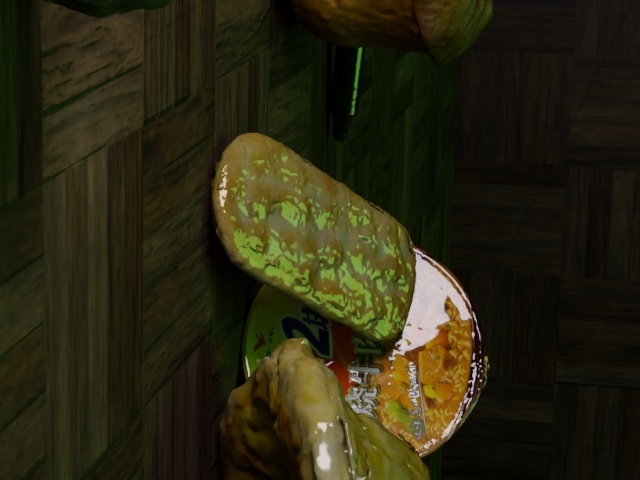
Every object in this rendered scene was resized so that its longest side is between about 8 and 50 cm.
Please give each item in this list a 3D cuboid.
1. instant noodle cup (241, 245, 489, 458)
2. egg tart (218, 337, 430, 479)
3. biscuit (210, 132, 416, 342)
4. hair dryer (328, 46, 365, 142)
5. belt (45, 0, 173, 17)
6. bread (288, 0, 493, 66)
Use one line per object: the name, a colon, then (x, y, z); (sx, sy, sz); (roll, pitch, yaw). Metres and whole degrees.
instant noodle cup: (0.038, 0.117, 1.611); (0.174, 0.213, 0.213); (86, 10, -75)
egg tart: (0.012, 0.248, 1.381); (0.341, 0.132, 0.341); (177, -90, -74)
biscuit: (0.000, 0.000, 1.454); (0.247, 0.029, 0.118); (30, 64, -41)
hair dryer: (0.029, -0.218, 1.837); (0.114, 0.070, 0.248); (-57, 158, -72)
belt: (-0.108, -0.201, 0.839); (0.230, 0.126, 0.139); (77, 18, -62)
bread: (0.054, -0.274, 1.569); (0.340, 0.194, 0.179); (78, 24, -51)
